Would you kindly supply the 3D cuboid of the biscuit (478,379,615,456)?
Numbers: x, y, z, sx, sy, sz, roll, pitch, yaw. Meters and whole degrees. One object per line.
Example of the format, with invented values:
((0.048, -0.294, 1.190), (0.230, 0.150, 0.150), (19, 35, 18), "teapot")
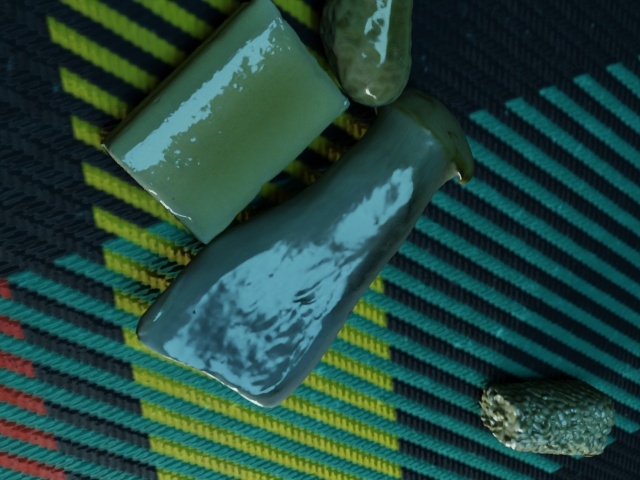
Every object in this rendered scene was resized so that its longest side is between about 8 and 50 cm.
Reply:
((0.257, 0.197, 1.302), (0.168, 0.082, 0.070), (7, 109, -33), "biscuit")

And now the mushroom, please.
((0.000, 0.000, 1.015), (0.329, 0.122, 0.159), (-48, 147, -2), "mushroom")

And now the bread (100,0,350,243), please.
((-0.077, -0.098, 0.955), (0.178, 0.060, 0.139), (-44, 129, -4), "bread")

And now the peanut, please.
((0.037, -0.196, 0.961), (0.080, 0.080, 0.175), (-11, 111, -26), "peanut")
